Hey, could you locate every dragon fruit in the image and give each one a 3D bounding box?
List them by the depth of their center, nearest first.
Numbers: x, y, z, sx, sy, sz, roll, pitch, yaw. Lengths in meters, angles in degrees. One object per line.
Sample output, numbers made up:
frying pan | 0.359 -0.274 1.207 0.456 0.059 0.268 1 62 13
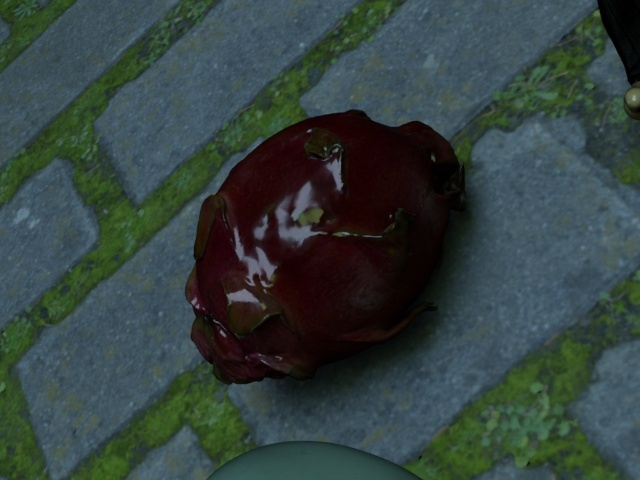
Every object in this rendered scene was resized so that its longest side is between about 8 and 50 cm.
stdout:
dragon fruit | 0.003 -0.002 1.119 0.315 0.250 0.250 -24 46 0

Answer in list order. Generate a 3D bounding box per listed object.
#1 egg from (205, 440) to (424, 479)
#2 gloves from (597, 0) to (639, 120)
egg | 0.035 0.292 0.879 0.371 0.230 0.230 26 78 41
gloves | 0.356 -0.159 1.007 0.197 0.152 0.301 -34 48 44
